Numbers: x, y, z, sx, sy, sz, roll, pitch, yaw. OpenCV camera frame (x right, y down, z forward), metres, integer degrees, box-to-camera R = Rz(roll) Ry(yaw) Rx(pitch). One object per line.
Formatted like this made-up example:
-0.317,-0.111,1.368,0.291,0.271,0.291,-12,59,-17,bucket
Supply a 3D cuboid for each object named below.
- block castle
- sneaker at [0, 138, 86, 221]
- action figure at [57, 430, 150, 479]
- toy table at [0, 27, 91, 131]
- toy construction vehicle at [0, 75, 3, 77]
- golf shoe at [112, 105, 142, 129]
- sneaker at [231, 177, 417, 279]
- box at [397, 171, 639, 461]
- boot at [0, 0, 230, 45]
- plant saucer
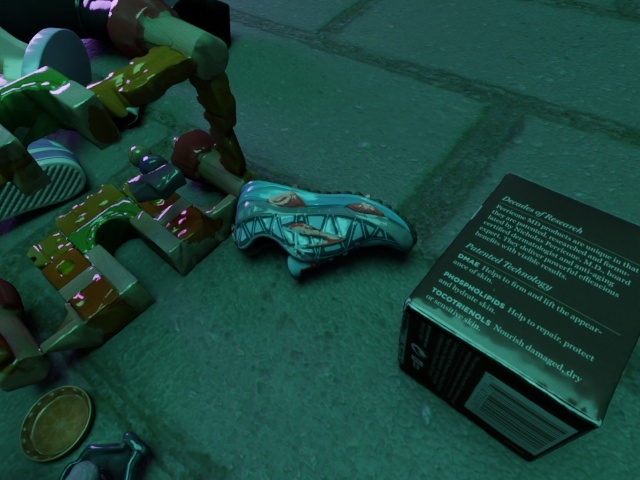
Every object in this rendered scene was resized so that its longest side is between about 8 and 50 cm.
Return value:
-0.310,-0.072,0.519,0.212,0.303,0.453,32,62,28,block castle
-0.568,-0.104,0.690,0.281,0.102,0.161,-19,46,-34,sneaker
-0.310,0.301,0.309,0.329,0.179,0.342,16,61,2,action figure
-0.571,-0.312,0.787,0.160,0.253,0.274,-1,28,-11,toy table
-0.771,-0.341,0.948,0.085,0.035,0.098,-25,46,-12,toy construction vehicle
-0.392,-0.283,0.836,0.093,0.077,0.198,29,68,13,golf shoe
0.000,0.000,0.571,0.261,0.104,0.125,11,76,17,sneaker
0.207,0.076,0.424,0.167,0.169,0.203,31,63,27,box
-0.480,-0.496,0.919,0.444,0.146,0.367,20,42,18,boot
-0.311,0.217,0.484,0.083,0.013,0.084,-4,54,5,plant saucer
